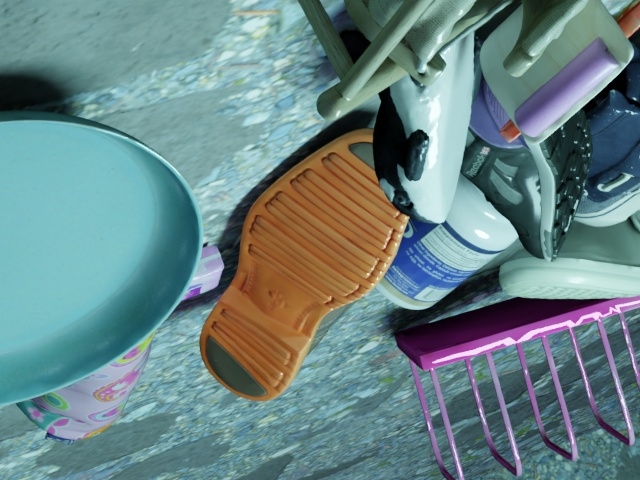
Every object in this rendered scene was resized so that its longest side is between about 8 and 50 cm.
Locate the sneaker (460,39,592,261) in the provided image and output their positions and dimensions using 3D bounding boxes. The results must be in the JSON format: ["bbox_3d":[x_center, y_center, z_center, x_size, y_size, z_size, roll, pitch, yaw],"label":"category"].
[{"bbox_3d":[0.159,-0.087,1.696,0.283,0.124,0.107,72,37,-57],"label":"sneaker"}]

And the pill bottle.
[{"bbox_3d":[0.129,-0.025,1.872,0.112,0.112,0.186,-7,154,-47],"label":"pill bottle"}]

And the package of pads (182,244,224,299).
[{"bbox_3d":[-0.131,0.036,1.804,0.083,0.032,0.050,-21,161,-17],"label":"package of pads"}]

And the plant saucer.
[{"bbox_3d":[-0.242,0.013,1.415,0.317,0.044,0.318,-13,142,-10],"label":"plant saucer"}]

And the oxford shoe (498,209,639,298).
[{"bbox_3d":[0.314,-0.005,2.127,0.169,0.130,0.449,4,-173,30],"label":"oxford shoe"}]

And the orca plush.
[{"bbox_3d":[0.054,-0.133,1.472,0.102,0.151,0.287,15,150,15],"label":"orca plush"}]

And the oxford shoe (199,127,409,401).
[{"bbox_3d":[0.000,0.000,1.804,0.133,0.130,0.364,-49,178,-44],"label":"oxford shoe"}]

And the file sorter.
[{"bbox_3d":[0.262,0.167,2.329,0.290,0.182,0.202,-16,-174,-5],"label":"file sorter"}]

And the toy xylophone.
[{"bbox_3d":[0.239,-0.203,1.430,0.322,0.081,0.236,-43,180,-39],"label":"toy xylophone"}]

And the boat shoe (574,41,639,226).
[{"bbox_3d":[0.265,-0.108,1.867,0.158,0.127,0.340,17,161,-18],"label":"boat shoe"}]

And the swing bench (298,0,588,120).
[{"bbox_3d":[0.120,-0.222,1.196,0.254,0.165,0.253,-12,157,-37],"label":"swing bench"}]

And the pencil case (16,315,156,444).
[{"bbox_3d":[-0.202,0.076,1.673,0.124,0.124,0.284,-19,163,-22],"label":"pencil case"}]
